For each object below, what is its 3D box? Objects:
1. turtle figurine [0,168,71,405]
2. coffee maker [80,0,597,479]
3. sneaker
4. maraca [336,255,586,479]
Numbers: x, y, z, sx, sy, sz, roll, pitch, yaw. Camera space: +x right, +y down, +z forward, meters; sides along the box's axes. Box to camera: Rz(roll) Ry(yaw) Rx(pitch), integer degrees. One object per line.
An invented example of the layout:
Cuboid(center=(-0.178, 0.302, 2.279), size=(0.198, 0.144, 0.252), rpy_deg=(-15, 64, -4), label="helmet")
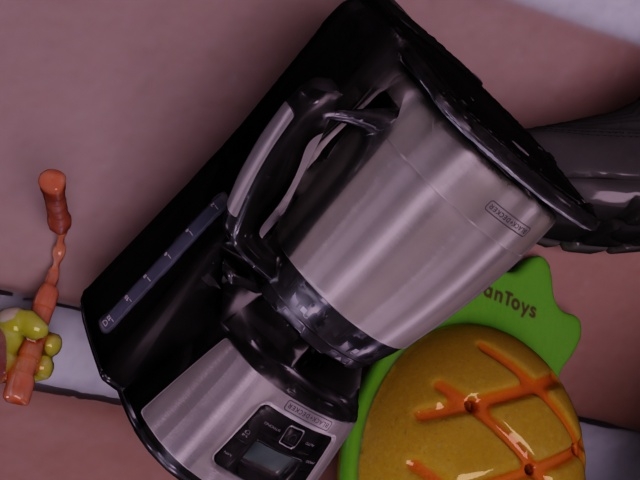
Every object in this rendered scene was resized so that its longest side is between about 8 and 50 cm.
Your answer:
Cuboid(center=(-0.175, 0.072, 0.432), size=(0.087, 0.269, 0.217), rpy_deg=(12, 93, 12), label="turtle figurine")
Cuboid(center=(0.000, 0.000, 0.526), size=(0.120, 0.171, 0.178), rpy_deg=(40, 104, -14), label="coffee maker")
Cuboid(center=(0.195, -0.052, 0.609), size=(0.267, 0.101, 0.106), rpy_deg=(-4, 80, -16), label="sneaker")
Cuboid(center=(0.068, 0.085, 0.584), size=(0.127, 0.099, 0.185), rpy_deg=(25, 68, -29), label="maraca")
